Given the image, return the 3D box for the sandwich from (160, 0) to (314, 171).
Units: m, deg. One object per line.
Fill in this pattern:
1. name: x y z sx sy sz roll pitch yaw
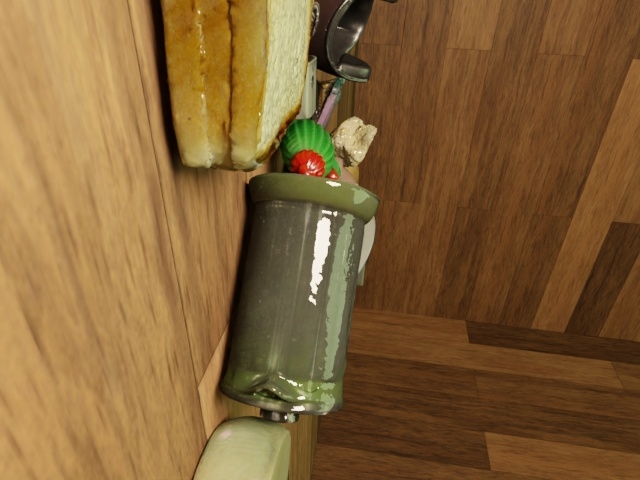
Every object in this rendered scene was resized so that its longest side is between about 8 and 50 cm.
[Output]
1. sandwich: -0.071 -0.233 0.470 0.301 0.099 0.271 -79 177 -60

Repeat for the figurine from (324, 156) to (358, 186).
1. figurine: 0.020 -0.111 0.967 0.138 0.125 0.125 75 22 -82

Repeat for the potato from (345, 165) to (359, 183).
1. potato: 0.039 -0.141 1.354 0.150 0.146 0.234 11 100 -40

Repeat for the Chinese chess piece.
1. Chinese chess piece: -0.113 0.383 0.647 0.250 0.101 0.250 6 90 -84

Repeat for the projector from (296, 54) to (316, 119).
1. projector: -0.050 -0.237 0.698 0.083 0.083 0.082 -75 169 -59

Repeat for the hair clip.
1. hair clip: -0.023 -0.235 1.038 0.095 0.110 0.359 32 60 -37

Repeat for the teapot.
1. teapot: -0.033 0.092 0.698 0.270 0.200 0.337 70 29 -81

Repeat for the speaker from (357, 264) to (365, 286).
1. speaker: 0.085 -0.005 1.672 0.406 0.184 0.183 -72 167 -61

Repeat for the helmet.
1. helmet: 0.035 -0.399 0.812 0.216 0.193 0.189 -62 175 -52

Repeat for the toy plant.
1. toy plant: -0.031 -0.158 0.768 0.155 0.088 0.240 53 17 4

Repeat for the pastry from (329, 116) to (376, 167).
1. pastry: 0.039 -0.202 1.063 0.121 0.089 0.258 -63 -168 -15

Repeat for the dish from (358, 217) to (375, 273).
1. dish: 0.000 0.000 1.143 0.273 0.133 0.273 -40 -146 35
